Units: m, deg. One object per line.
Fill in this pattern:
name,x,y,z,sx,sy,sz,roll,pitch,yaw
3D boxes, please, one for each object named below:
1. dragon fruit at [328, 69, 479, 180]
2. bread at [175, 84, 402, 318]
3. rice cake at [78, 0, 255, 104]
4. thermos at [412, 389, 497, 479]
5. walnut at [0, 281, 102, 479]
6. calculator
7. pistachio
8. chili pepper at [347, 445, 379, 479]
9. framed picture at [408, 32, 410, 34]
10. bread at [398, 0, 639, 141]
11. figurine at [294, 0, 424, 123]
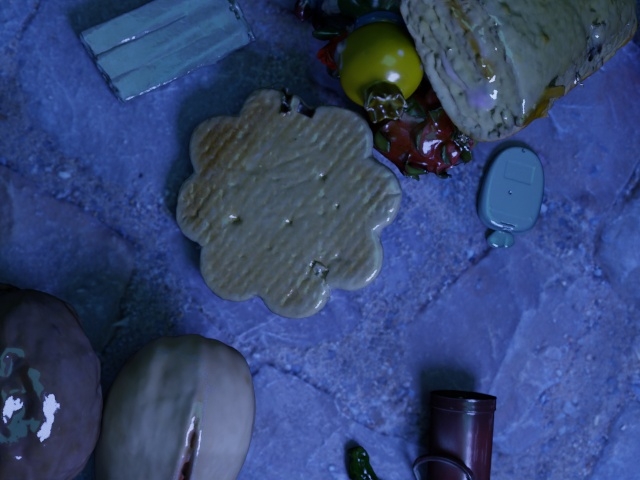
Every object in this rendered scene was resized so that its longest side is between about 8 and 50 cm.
dragon fruit,0.105,-0.168,1.655,0.236,0.135,0.137,25,74,8
bread,-0.043,-0.051,1.609,0.316,0.054,0.315,0,90,8
rice cake,-0.203,-0.274,1.622,0.211,0.038,0.124,-33,97,-11
thermos,0.197,0.331,1.694,0.124,0.099,0.231,1,91,-52
walnut,-0.388,0.184,1.471,0.273,0.227,0.273,1,98,7
calculator,0.276,-0.062,1.744,0.095,0.021,0.153,14,84,-13
pistachio,-0.189,0.266,1.541,0.194,0.214,0.317,9,102,-15
chili pepper,0.078,0.340,1.693,0.118,0.035,0.055,41,98,-6
framed picture,0.111,-0.391,1.706,0.184,0.016,0.250,-33,98,-10
bread,0.276,-0.294,1.588,0.375,0.165,0.236,-36,100,-46
figurine,0.050,-0.254,1.589,0.185,0.127,0.234,-7,71,25
